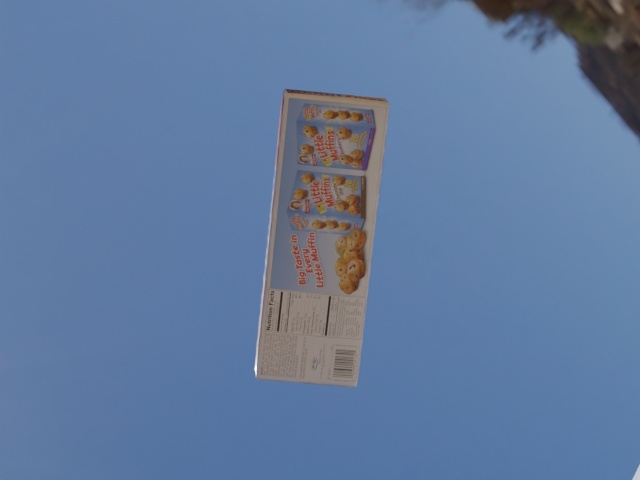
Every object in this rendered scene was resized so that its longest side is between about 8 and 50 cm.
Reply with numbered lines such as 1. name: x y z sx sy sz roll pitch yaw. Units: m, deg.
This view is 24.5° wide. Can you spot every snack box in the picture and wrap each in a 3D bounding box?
1. snack box: 0.000 0.000 0.895 0.064 0.178 0.022 5 -167 -4

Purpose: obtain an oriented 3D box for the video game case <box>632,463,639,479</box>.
1. video game case: 0.252 0.083 0.917 0.026 0.227 0.206 26 -178 7
